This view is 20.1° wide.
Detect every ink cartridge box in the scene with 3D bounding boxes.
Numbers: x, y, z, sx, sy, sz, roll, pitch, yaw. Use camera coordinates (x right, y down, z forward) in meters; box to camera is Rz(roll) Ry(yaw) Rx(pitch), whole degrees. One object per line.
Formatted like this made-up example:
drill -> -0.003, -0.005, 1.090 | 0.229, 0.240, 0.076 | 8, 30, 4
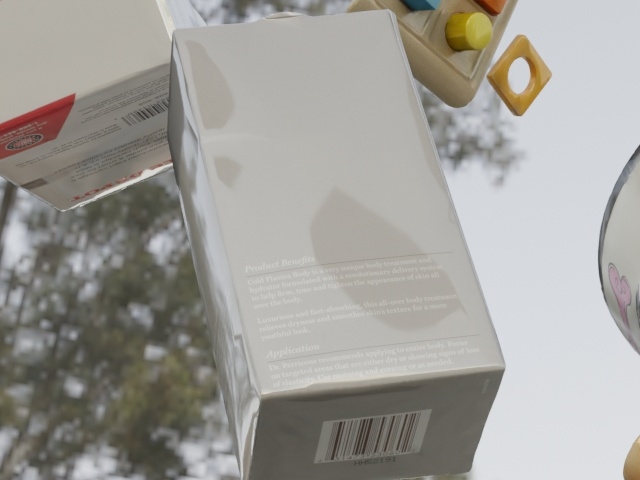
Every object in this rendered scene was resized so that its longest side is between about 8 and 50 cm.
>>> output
ink cartridge box -> -0.189, -0.130, 1.519 | 0.197, 0.114, 0.273 | -21, -13, 5

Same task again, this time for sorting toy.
sorting toy -> 0.133, -0.252, 1.760 | 0.348, 0.196, 0.047 | 36, -14, -35

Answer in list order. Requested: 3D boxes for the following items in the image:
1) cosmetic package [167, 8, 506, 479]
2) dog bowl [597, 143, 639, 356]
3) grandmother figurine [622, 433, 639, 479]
cosmetic package -> 0.000, 0.000, 0.928 | 0.127, 0.238, 0.107 | -5, -38, -12
dog bowl -> 0.439, 0.035, 1.466 | 0.408, 0.150, 0.408 | -1, -52, -2
grandmother figurine -> 0.372, 0.285, 1.385 | 0.104, 0.207, 0.342 | -16, 34, -41
